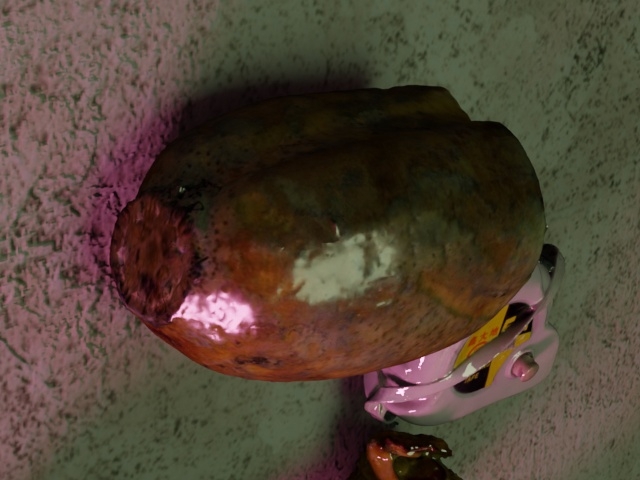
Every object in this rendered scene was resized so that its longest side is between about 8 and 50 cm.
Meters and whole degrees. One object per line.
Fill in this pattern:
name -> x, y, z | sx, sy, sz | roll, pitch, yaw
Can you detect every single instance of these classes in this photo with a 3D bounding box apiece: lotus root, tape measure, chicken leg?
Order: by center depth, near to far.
lotus root -> 0.000, 0.000, 1.441 | 0.346, 0.250, 0.250 | -8, 116, -38
chicken leg -> 0.032, 0.273, 1.675 | 0.361, 0.140, 0.211 | 8, 112, -51
tape measure -> 0.145, 0.082, 1.698 | 0.236, 0.120, 0.197 | -19, 137, -38
